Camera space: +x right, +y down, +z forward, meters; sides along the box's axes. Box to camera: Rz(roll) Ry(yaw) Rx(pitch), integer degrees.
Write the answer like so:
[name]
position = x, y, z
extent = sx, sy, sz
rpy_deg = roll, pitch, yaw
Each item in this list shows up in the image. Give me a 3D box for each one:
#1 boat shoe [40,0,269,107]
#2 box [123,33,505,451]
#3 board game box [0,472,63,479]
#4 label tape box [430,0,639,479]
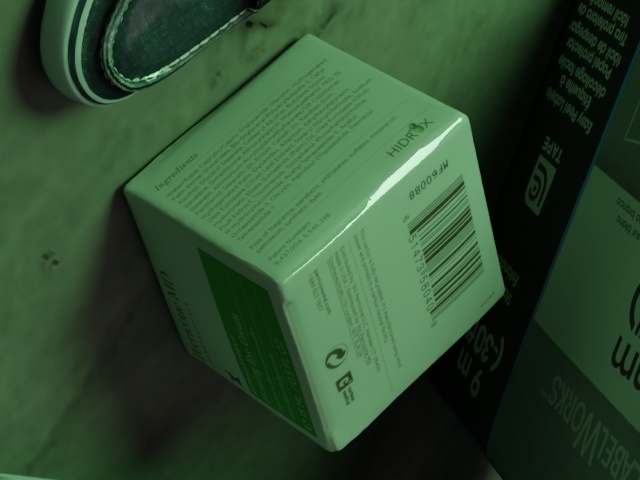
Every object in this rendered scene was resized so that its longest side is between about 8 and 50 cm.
[boat shoe]
position = -0.011, -0.109, 0.657
extent = 0.183, 0.083, 0.065
rpy_deg = -51, 143, -10
[box]
position = 0.000, 0.000, 0.744
extent = 0.102, 0.087, 0.101
rpy_deg = -41, 140, -22
[board game box]
position = -0.068, 0.194, 0.776
extent = 0.305, 0.053, 0.193
rpy_deg = 13, 106, -38
[label tape box]
position = 0.143, 0.067, 0.819
extent = 0.106, 0.240, 0.333
rpy_deg = 14, 106, -21
